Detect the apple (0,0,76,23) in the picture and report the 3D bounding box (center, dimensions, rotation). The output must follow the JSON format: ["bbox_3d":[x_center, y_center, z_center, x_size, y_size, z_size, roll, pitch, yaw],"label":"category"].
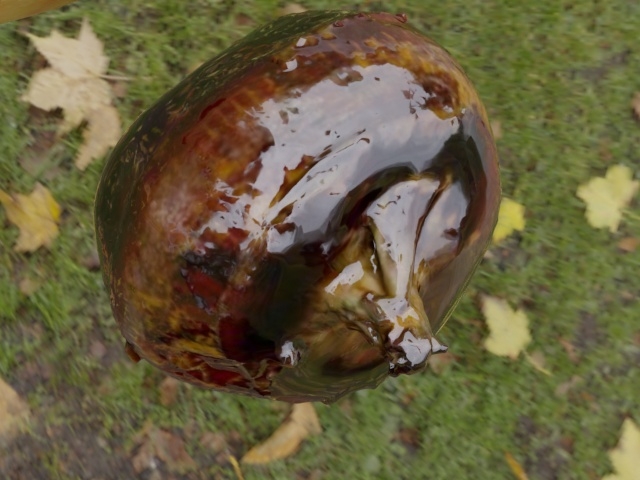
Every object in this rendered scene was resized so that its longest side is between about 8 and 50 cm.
[{"bbox_3d":[-0.179,-0.271,0.626,0.391,0.391,0.346,-2,141,-19],"label":"apple"}]

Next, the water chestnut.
[{"bbox_3d":[0.000,0.000,1.163,0.350,0.302,0.350,-28,142,-24],"label":"water chestnut"}]
